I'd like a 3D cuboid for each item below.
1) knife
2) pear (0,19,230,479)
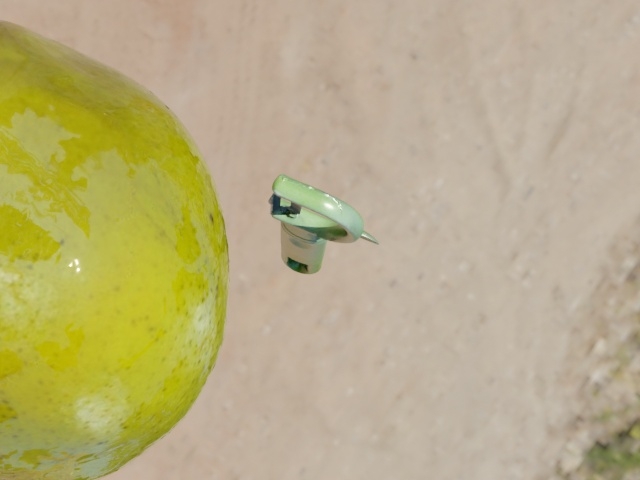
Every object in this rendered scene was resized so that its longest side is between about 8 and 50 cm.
[{"bbox_3d":[0.000,-0.001,0.769,0.212,0.054,0.015,107,3,-81],"label":"knife"},{"bbox_3d":[-0.126,0.005,0.615,0.198,0.198,0.198,-46,159,-23],"label":"pear"}]
